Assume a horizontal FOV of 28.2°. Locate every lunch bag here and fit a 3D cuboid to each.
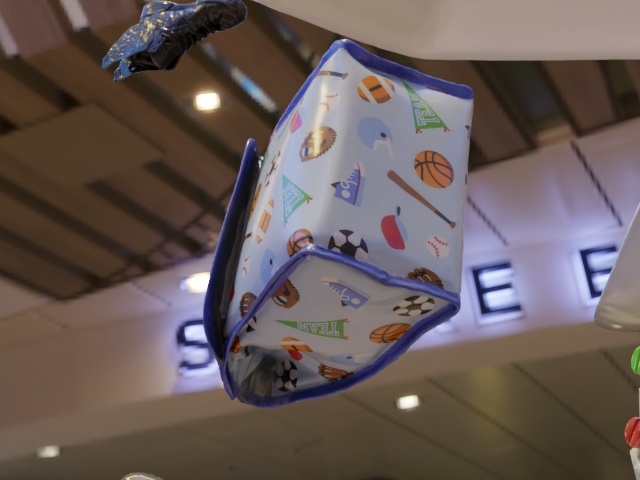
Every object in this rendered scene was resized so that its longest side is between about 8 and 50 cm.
[{"bbox_3d":[0.000,0.000,1.573,0.239,0.327,0.385,21,-35,-15],"label":"lunch bag"}]

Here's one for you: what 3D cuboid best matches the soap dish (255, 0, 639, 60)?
[{"bbox_3d":[0.103,-0.132,0.398,0.291,0.118,0.229,3,-2,33],"label":"soap dish"}]

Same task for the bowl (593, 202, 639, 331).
[{"bbox_3d":[0.269,0.011,1.007,0.053,0.142,0.142,22,-2,16],"label":"bowl"}]

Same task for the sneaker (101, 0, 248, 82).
[{"bbox_3d":[-0.165,-0.227,1.442,0.170,0.089,0.051,1,-28,30],"label":"sneaker"}]

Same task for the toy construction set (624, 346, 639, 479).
[{"bbox_3d":[0.420,0.180,1.266,0.328,0.215,0.151,15,-10,-30],"label":"toy construction set"}]

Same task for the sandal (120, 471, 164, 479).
[{"bbox_3d":[-0.119,0.254,1.034,0.120,0.086,0.303,38,-21,-10],"label":"sandal"}]
